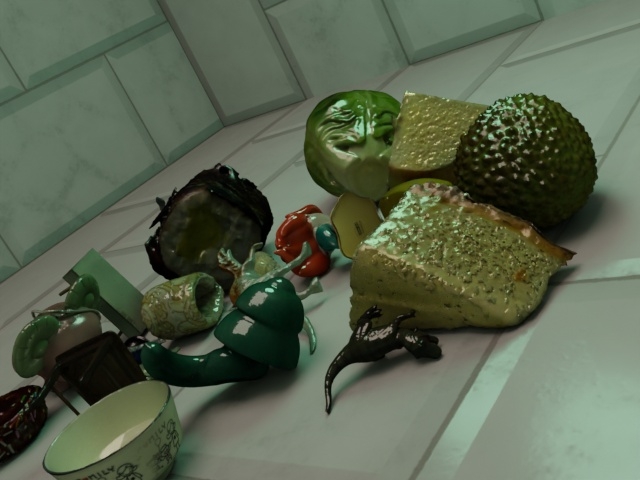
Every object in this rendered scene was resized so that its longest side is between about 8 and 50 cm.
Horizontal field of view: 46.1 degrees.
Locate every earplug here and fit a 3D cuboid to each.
[{"bbox_3d":[-0.159,0.175,1.384,0.280,0.257,0.164,-59,3,-1],"label":"earplug"}]

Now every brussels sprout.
[{"bbox_3d":[0.100,-0.250,2.057,0.289,0.281,0.354,-5,37,-7],"label":"brussels sprout"}]

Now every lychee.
[{"bbox_3d":[0.390,-0.150,1.451,0.270,0.270,0.320,-22,53,14],"label":"lychee"}]

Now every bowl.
[{"bbox_3d":[-0.332,0.355,1.279,0.238,0.126,0.238,-24,20,9],"label":"bowl"}]

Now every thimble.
[{"bbox_3d":[-0.321,0.152,1.778,0.143,0.137,0.190,-20,8,18],"label":"thimble"}]

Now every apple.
[{"bbox_3d":[0.281,-0.237,1.830,0.314,0.252,0.309,-33,-15,6],"label":"apple"}]

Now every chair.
[{"bbox_3d":[-0.429,0.274,1.541,0.160,0.186,0.319,-28,20,19],"label":"chair"}]

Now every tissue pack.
[{"bbox_3d":[0.227,-0.073,1.652,0.127,0.123,0.178,-32,19,-26],"label":"tissue pack"}]

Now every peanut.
[{"bbox_3d":[-0.142,0.097,1.756,0.090,0.099,0.214,-60,8,24],"label":"peanut"}]

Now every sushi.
[{"bbox_3d":[-0.286,-0.028,1.966,0.299,0.281,0.294,-35,18,12],"label":"sushi"}]

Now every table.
[{"bbox_3d":[-0.559,0.158,1.948,0.111,0.240,0.121,-40,12,26],"label":"table"}]

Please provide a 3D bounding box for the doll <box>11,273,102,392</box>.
[{"bbox_3d":[-0.628,0.226,1.777,0.216,0.268,0.284,22,41,13],"label":"doll"}]

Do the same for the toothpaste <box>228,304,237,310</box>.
[{"bbox_3d":[-0.177,0.128,1.824,0.037,0.021,0.140,-13,25,33],"label":"toothpaste"}]

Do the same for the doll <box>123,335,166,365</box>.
[{"bbox_3d":[-0.440,0.262,1.748,0.195,0.070,0.096,-24,-8,19],"label":"doll"}]

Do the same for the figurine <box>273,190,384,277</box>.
[{"bbox_3d":[-0.002,-0.009,1.730,0.257,0.181,0.208,-14,51,51],"label":"figurine"}]

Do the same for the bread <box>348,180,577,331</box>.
[{"bbox_3d":[0.231,0.080,1.350,0.315,0.279,0.248,33,51,18],"label":"bread"}]

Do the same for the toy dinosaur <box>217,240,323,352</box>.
[{"bbox_3d":[-0.083,0.112,1.580,0.205,0.092,0.393,-27,49,-4],"label":"toy dinosaur"}]

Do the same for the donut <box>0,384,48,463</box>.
[{"bbox_3d":[-0.713,0.419,1.674,0.235,0.089,0.235,-23,19,8],"label":"donut"}]

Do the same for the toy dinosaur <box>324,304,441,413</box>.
[{"bbox_3d":[0.092,0.185,1.225,0.187,0.087,0.179,-16,21,33],"label":"toy dinosaur"}]
